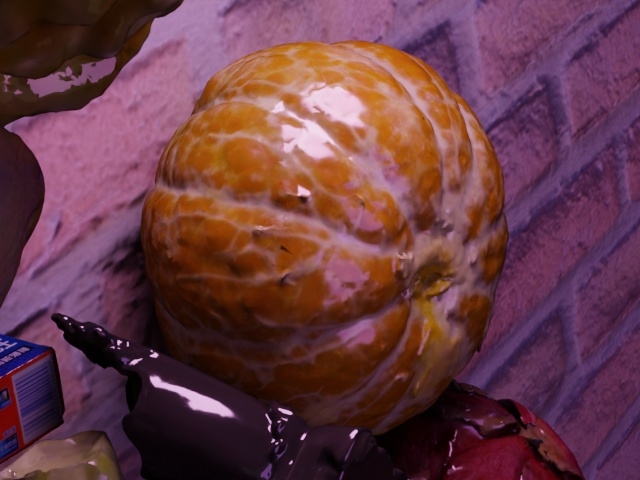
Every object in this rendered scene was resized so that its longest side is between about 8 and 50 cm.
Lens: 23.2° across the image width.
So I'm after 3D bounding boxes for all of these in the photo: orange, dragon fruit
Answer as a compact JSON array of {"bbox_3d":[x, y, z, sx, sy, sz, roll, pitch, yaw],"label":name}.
[{"bbox_3d":[0.000,0.000,1.246,0.329,0.249,0.329,-8,101,-48],"label":"orange"},{"bbox_3d":[0.097,0.274,1.410,0.329,0.329,0.329,-19,114,-51],"label":"dragon fruit"}]

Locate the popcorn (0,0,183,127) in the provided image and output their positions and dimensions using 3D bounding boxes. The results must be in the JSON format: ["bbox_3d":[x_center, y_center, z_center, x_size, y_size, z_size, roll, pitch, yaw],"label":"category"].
[{"bbox_3d":[-0.216,-0.193,0.856,0.274,0.335,0.279,-11,99,-66],"label":"popcorn"}]

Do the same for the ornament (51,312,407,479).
[{"bbox_3d":[-0.074,0.149,1.118,0.106,0.260,0.251,-61,157,-14],"label":"ornament"}]

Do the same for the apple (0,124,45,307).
[{"bbox_3d":[-0.241,0.020,0.880,0.193,0.265,0.120,-13,70,-29],"label":"apple"}]

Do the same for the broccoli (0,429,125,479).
[{"bbox_3d":[-0.150,0.277,1.071,0.348,0.293,0.281,-29,112,-51],"label":"broccoli"}]

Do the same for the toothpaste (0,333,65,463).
[{"bbox_3d":[-0.304,0.152,1.002,0.320,0.076,0.066,-31,123,-48],"label":"toothpaste"}]
